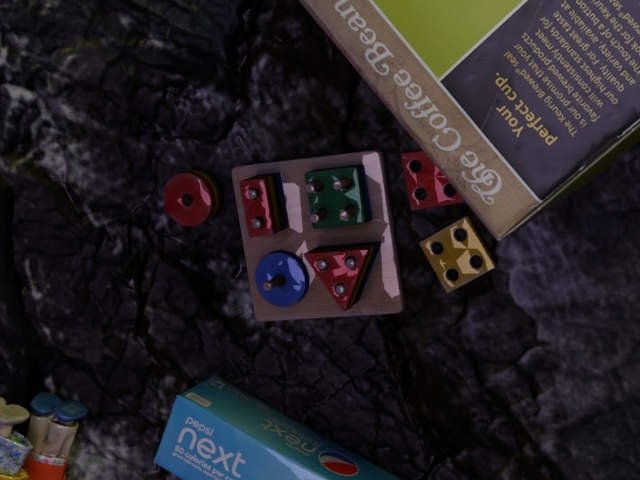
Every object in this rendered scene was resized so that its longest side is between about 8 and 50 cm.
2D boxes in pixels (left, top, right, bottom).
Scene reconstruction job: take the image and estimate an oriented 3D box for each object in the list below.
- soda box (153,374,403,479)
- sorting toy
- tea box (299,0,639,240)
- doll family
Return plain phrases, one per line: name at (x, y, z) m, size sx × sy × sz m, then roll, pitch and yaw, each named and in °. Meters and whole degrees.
soda box at (-0.028, 0.196, 1.199) m, size 0.210 × 0.067 × 0.071 m, roll 28°, pitch 111°, yaw 17°
sorting toy at (0.000, 0.000, 1.156) m, size 0.274 × 0.046 × 0.132 m, roll -5°, pitch 99°, yaw 24°
tea box at (0.155, -0.235, 0.942) m, size 0.323 × 0.220 × 0.329 m, roll -41°, pitch 83°, yaw 24°
doll family at (-0.344, 0.198, 1.308) m, size 0.263 × 0.118 × 0.163 m, roll 23°, pitch 110°, yaw 18°
